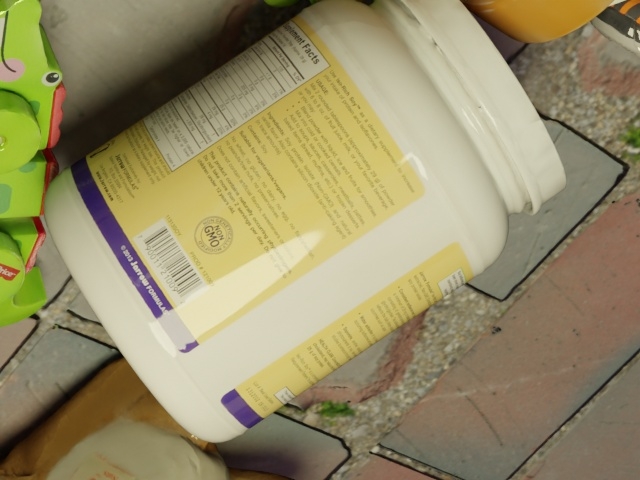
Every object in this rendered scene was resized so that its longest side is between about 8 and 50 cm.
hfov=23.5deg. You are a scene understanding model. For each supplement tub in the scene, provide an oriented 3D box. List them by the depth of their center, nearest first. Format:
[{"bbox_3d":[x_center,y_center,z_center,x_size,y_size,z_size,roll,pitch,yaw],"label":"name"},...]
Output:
[{"bbox_3d":[-0.011,-0.030,1.148,0.331,0.241,0.241,-34,133,-1],"label":"supplement tub"}]

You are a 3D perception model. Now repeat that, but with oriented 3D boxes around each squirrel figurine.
[{"bbox_3d":[-0.181,0.323,1.453,0.397,0.281,0.370,-14,144,7],"label":"squirrel figurine"}]

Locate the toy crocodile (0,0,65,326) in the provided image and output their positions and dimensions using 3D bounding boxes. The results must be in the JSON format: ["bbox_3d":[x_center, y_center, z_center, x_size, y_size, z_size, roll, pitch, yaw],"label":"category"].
[{"bbox_3d":[-0.243,-0.061,1.167,0.105,0.115,0.340,-5,132,-25],"label":"toy crocodile"}]

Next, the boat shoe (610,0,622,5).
[{"bbox_3d":[0.278,-0.287,1.196,0.305,0.109,0.091,-34,139,-3],"label":"boat shoe"}]

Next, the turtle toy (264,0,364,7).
[{"bbox_3d":[0.006,-0.222,1.165,0.130,0.066,0.095,-44,154,18],"label":"turtle toy"}]

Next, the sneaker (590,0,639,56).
[{"bbox_3d":[0.373,-0.242,1.283,0.321,0.124,0.180,-8,127,-31],"label":"sneaker"}]

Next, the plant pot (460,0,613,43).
[{"bbox_3d":[0.122,-0.273,1.091,0.188,0.205,0.205,26,115,-27],"label":"plant pot"}]
